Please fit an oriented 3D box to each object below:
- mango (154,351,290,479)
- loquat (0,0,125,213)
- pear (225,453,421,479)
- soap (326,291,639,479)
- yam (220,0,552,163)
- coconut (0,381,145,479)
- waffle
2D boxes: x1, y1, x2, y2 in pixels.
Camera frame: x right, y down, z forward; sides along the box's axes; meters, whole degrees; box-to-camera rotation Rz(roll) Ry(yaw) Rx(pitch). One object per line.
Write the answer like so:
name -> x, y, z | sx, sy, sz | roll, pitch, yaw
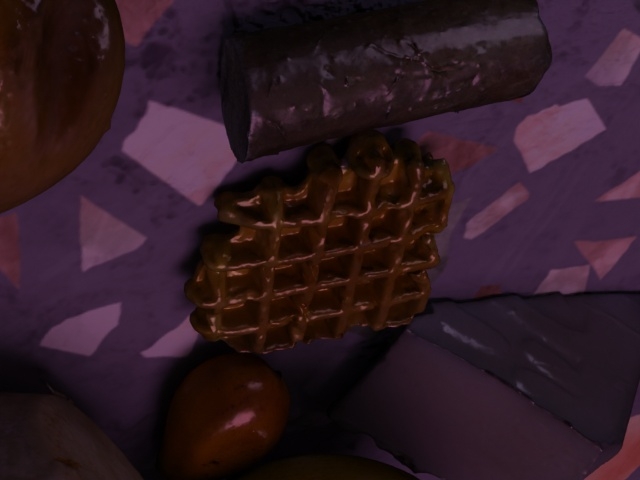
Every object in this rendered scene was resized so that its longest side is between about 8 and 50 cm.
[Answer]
mango -> -0.086, 0.166, 1.400 | 0.115, 0.089, 0.165 | -12, 145, -24
loquat -> -0.211, -0.112, 0.899 | 0.213, 0.213, 0.213 | -18, 142, -15
pear -> -0.004, 0.376, 1.434 | 0.362, 0.362, 0.418 | 3, 158, -36
soap -> 0.183, 0.120, 1.568 | 0.159, 0.258, 0.302 | -62, 177, 35
yam -> 0.050, -0.126, 1.142 | 0.259, 0.093, 0.093 | -13, 141, -20
coconut -> -0.277, 0.282, 1.245 | 0.323, 0.323, 0.323 | -18, 142, -15
waffle -> 0.000, -0.001, 1.288 | 0.229, 0.057, 0.219 | -10, 139, -23
